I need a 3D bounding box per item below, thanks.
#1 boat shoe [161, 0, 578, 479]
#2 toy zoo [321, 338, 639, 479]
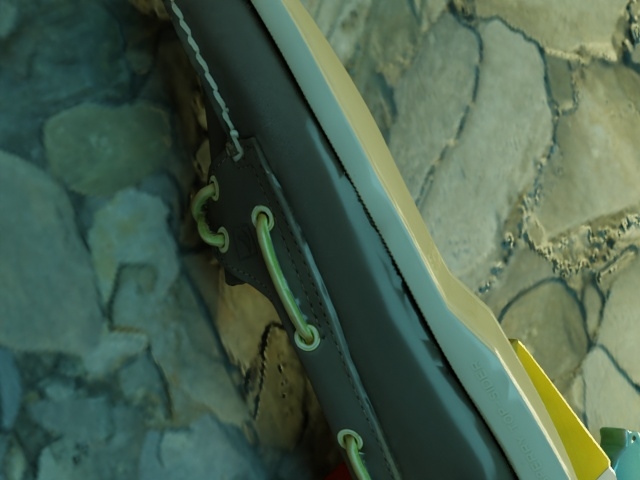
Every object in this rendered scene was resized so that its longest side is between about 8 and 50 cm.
[{"bbox_3d":[0.000,0.000,0.654,0.096,0.116,0.324,-30,92,9],"label":"boat shoe"},{"bbox_3d":[0.070,0.184,0.740,0.293,0.030,0.192,-37,107,-31],"label":"toy zoo"}]
